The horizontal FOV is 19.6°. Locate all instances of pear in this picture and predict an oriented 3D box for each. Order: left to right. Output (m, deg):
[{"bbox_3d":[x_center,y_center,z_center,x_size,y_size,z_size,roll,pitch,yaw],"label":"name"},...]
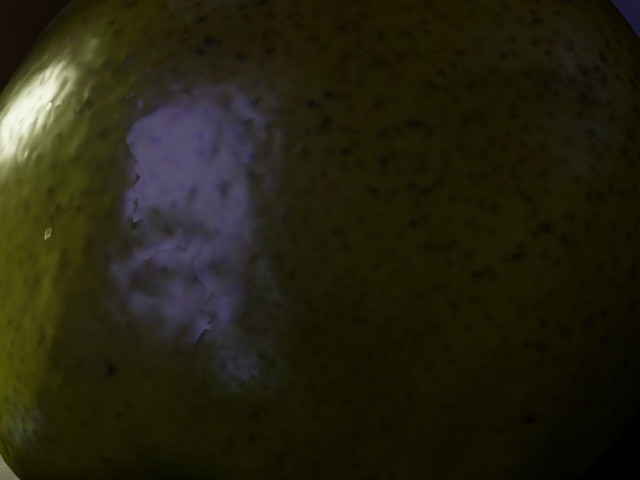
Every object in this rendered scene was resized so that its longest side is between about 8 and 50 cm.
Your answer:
[{"bbox_3d":[0.001,0.001,0.491,0.198,0.198,0.198,-16,59,28],"label":"pear"}]

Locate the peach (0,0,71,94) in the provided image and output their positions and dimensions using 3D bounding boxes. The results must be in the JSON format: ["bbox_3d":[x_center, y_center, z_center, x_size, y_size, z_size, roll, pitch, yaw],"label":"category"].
[{"bbox_3d":[-0.126,-0.106,0.617,0.232,0.256,0.232,-15,22,6],"label":"peach"}]
